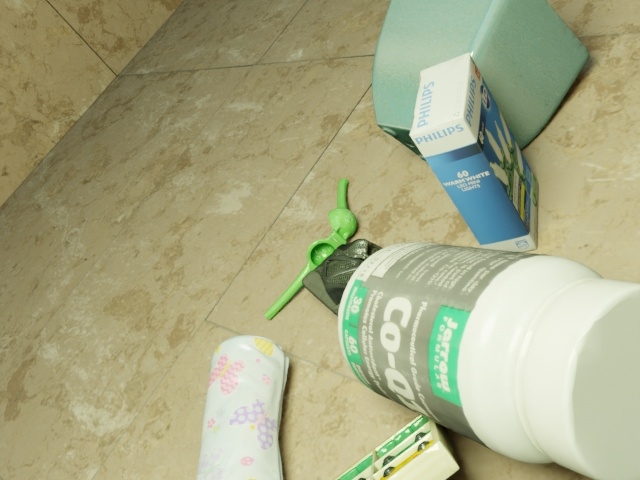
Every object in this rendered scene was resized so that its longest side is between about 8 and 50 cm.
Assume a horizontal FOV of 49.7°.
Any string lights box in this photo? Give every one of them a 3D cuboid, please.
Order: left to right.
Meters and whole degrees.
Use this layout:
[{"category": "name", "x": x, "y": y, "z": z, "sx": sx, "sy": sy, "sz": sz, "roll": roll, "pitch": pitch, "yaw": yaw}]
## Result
[{"category": "string lights box", "x": 0.217, "y": -0.108, "z": 0.947, "sx": 0.076, "sy": 0.260, "sz": 0.133, "roll": -14, "pitch": 45, "yaw": 32}]

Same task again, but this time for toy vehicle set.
[{"category": "toy vehicle set", "x": 0.036, "y": 0.301, "z": 0.793, "sx": 0.267, "sy": 0.035, "sz": 0.166, "roll": -38, "pitch": -5, "yaw": 3}]

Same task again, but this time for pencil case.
[{"category": "pencil case", "x": -0.106, "y": 0.265, "z": 0.973, "sx": 0.124, "sy": 0.113, "sz": 0.273, "roll": -20, "pitch": 41, "yaw": 14}]

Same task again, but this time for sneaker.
[{"category": "sneaker", "x": 0.068, "y": 0.069, "z": 1.042, "sx": 0.130, "sy": 0.087, "sz": 0.227, "roll": -49, "pitch": 32, "yaw": -1}]

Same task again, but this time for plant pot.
[{"category": "plant pot", "x": 0.228, "y": -0.256, "z": 1.117, "sx": 0.248, "sy": 0.247, "sz": 0.252, "roll": 22, "pitch": 85, "yaw": 50}]

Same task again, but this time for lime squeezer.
[{"category": "lime squeezer", "x": 0.000, "y": 0.000, "z": 1.199, "sx": 0.110, "sy": 0.059, "sz": 0.310, "roll": 3, "pitch": 55, "yaw": 43}]

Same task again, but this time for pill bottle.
[{"category": "pill bottle", "x": 0.186, "y": 0.110, "z": 0.733, "sx": 0.204, "sy": 0.204, "sz": 0.361, "roll": -52, "pitch": 22, "yaw": -15}]
